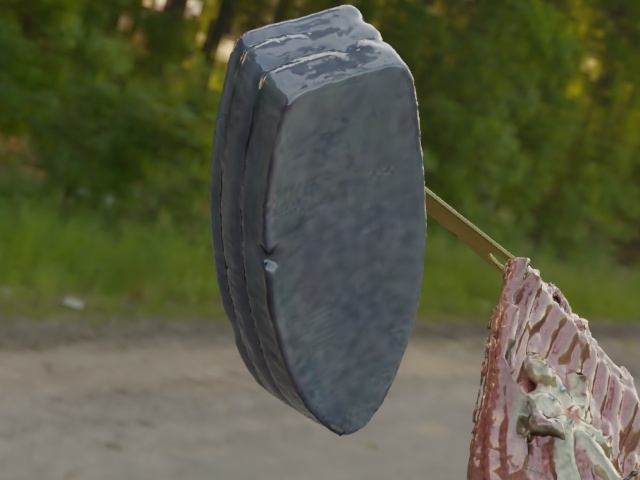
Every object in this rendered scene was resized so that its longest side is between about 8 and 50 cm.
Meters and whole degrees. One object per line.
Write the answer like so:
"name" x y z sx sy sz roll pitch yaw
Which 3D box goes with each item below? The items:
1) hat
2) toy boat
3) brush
"hat" 0.167 0.175 1.358 0.107 0.286 0.237 -11 -44 36
"toy boat" 0.000 0.000 1.197 0.127 0.283 0.078 -21 36 -28
"brush" 0.081 -0.037 1.568 0.205 0.011 0.083 40 -30 -6
